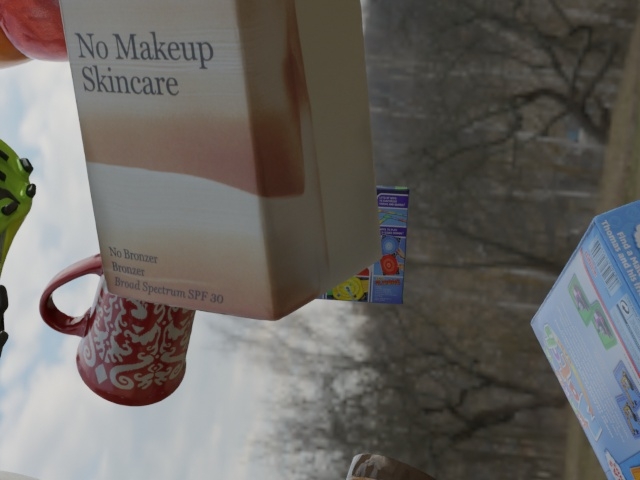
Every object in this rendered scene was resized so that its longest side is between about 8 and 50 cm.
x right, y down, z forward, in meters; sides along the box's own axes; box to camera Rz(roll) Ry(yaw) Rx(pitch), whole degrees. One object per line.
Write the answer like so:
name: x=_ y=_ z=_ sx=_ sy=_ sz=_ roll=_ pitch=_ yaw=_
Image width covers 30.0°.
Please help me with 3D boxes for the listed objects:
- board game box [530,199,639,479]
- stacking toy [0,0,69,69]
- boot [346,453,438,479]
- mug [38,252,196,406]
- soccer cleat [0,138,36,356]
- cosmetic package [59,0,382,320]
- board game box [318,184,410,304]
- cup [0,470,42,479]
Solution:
board game box: x=0.188 y=0.085 z=0.698 sx=0.211 sy=0.039 sz=0.160 roll=91 pitch=155 yaw=-71
stacking toy: x=-0.234 y=-0.331 z=1.361 sx=0.350 sy=0.480 sz=0.350 roll=10 pitch=-90 yaw=-72
boot: x=0.135 y=0.297 z=1.005 sx=0.112 sy=0.305 sz=0.115 roll=-28 pitch=35 yaw=59
mug: x=-0.189 y=0.070 z=1.160 sx=0.169 sy=0.150 sz=0.113 roll=112 pitch=148 yaw=-46
soccer cleat: x=-0.293 y=0.017 z=0.940 sx=0.121 sy=0.093 sz=0.289 roll=-42 pitch=34 yaw=27
cosmetic package: x=-0.065 y=-0.113 z=0.756 sx=0.129 sy=0.153 sz=0.296 roll=-28 pitch=-63 yaw=-50
board game box: x=0.000 y=0.000 z=1.389 sx=0.035 sy=0.201 sz=0.136 roll=-57 pitch=-29 yaw=-83
cup: x=-0.284 y=0.330 z=0.986 sx=0.237 sy=0.331 sz=0.331 roll=127 pitch=155 yaw=-59
